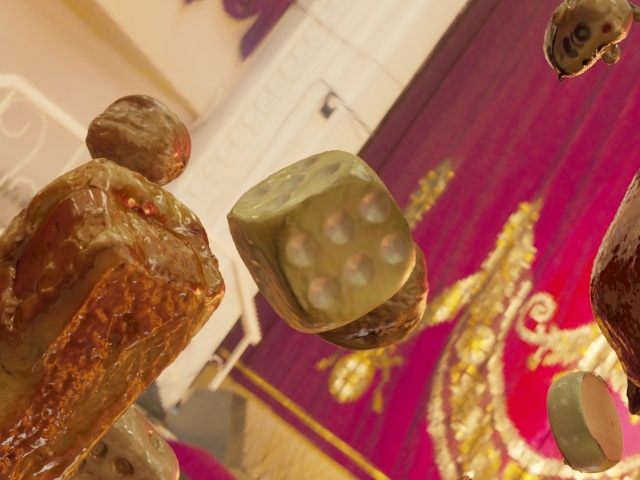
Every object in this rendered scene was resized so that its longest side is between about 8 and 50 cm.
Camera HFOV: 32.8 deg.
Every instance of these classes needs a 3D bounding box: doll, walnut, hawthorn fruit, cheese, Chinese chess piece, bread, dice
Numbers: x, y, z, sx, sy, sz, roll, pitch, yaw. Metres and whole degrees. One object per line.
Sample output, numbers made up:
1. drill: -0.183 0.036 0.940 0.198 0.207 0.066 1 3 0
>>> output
1. doll: 0.284 -0.240 1.098 0.102 0.179 0.089 28 2 -20
2. walnut: 0.073 0.084 2.097 0.283 0.283 0.227 34 -22 9
3. hawthorn fruit: 0.420 0.034 1.113 0.295 0.295 0.311 35 -29 2
4. cheese: -0.341 0.372 1.817 0.218 0.235 0.117 18 32 1
5. Chinese chess piece: 0.488 0.335 2.007 0.083 0.188 0.188 -24 -49 31
6. walnut: -0.282 -0.156 1.707 0.166 0.149 0.166 15 25 -7
7. bread: -0.250 0.090 0.984 0.195 0.344 0.149 31 17 -45
8. dice: 0.000 0.000 1.316 0.166 0.169 0.169 62 -15 -20

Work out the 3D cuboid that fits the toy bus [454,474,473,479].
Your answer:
1. toy bus: 0.084 0.312 1.065 0.088 0.194 0.083 55 19 -4
